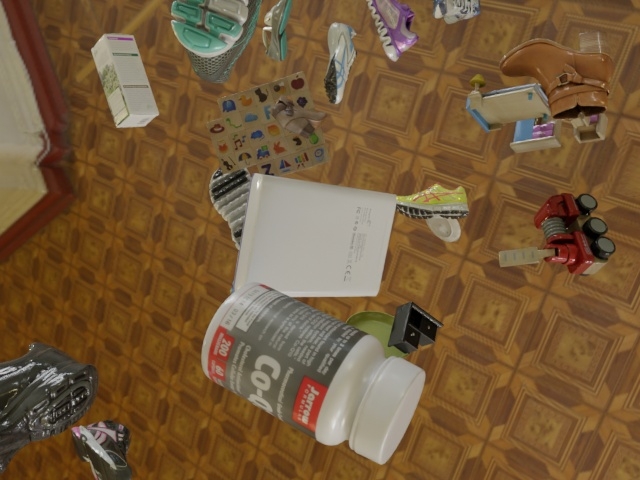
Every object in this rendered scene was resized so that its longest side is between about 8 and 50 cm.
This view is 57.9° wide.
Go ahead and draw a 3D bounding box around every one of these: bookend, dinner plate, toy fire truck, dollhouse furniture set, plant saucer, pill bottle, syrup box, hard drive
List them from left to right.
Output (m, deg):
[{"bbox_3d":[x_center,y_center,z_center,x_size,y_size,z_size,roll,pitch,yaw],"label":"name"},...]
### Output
[{"bbox_3d":[-0.541,-0.441,1.600,0.093,0.096,0.236,-20,87,44],"label":"syrup box"},{"bbox_3d":[-0.011,0.183,0.814,0.283,0.161,0.161,23,106,23],"label":"pill bottle"},{"bbox_3d":[0.000,0.000,1.070,0.040,0.319,0.210,20,102,50],"label":"hard drive"},{"bbox_3d":[0.194,0.331,1.950,0.241,0.241,0.037,30,127,27],"label":"plant saucer"},{"bbox_3d":[0.315,0.311,1.903,0.156,0.157,0.072,37,141,-20],"label":"bookend"},{"bbox_3d":[0.386,-0.052,1.849,0.141,0.017,0.141,37,150,26],"label":"dinner plate"},{"bbox_3d":[0.603,-0.415,1.611,0.286,0.303,0.198,-4,67,44],"label":"dollhouse furniture set"},{"bbox_3d":[0.617,-0.009,1.559,0.158,0.247,0.217,110,159,-55],"label":"toy fire truck"}]

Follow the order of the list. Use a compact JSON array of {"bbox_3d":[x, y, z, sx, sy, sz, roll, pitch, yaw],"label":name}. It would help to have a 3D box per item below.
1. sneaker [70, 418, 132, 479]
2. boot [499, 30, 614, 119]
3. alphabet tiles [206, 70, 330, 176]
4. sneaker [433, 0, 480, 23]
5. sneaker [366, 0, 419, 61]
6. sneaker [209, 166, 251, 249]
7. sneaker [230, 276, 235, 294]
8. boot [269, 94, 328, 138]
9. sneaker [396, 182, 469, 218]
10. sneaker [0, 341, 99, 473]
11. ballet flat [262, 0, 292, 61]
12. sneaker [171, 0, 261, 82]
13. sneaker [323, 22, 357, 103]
[{"bbox_3d":[-0.333,0.324,0.918,0.178,0.077,0.071,16,118,48],"label":"sneaker"},{"bbox_3d":[0.605,-0.408,1.504,0.284,0.109,0.220,-1,72,28],"label":"boot"},{"bbox_3d":[-0.119,-0.232,1.252,0.237,0.009,0.198,-16,100,8],"label":"alphabet tiles"},{"bbox_3d":[0.197,-0.343,0.823,0.058,0.135,0.052,4,105,26],"label":"sneaker"},{"bbox_3d":[0.193,-0.605,1.542,0.105,0.095,0.236,-21,87,23],"label":"sneaker"},{"bbox_3d":[-0.177,-0.065,1.365,0.110,0.118,0.292,-27,59,5],"label":"sneaker"},{"bbox_3d":[-0.110,0.082,1.148,0.078,0.188,0.067,27,104,25],"label":"sneaker"},{"bbox_3d":[-0.039,-0.229,1.041,0.087,0.118,0.042,38,122,-3],"label":"boot"},{"bbox_3d":[0.297,-0.112,1.571,0.209,0.081,0.094,4,73,13],"label":"sneaker"},{"bbox_3d":[-0.428,0.229,0.720,0.130,0.286,0.109,26,125,25],"label":"sneaker"},{"bbox_3d":[-0.117,-0.550,1.496,0.068,0.213,0.072,20,63,3],"label":"ballet flat"},{"bbox_3d":[-0.071,-0.195,0.450,0.065,0.076,0.166,18,68,0],"label":"sneaker"},{"bbox_3d":[0.060,-0.485,1.583,0.085,0.086,0.237,150,126,-68],"label":"sneaker"}]
